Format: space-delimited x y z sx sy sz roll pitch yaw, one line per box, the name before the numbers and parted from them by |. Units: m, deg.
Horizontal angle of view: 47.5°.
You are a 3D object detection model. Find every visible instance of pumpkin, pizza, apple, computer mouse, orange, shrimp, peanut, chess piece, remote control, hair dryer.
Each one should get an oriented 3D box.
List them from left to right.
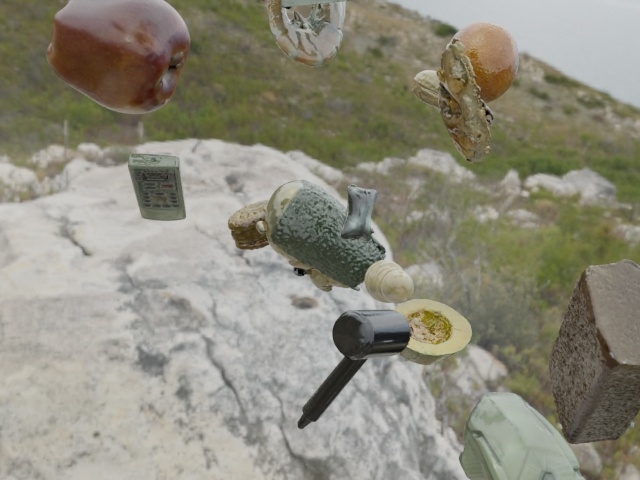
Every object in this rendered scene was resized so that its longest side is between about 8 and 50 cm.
apple | -0.464 -0.445 1.706 0.317 0.288 0.288 19 28 6
remote control | -0.400 -0.122 1.802 0.124 0.285 0.038 3 63 -7
shrimp | -0.026 -0.412 1.304 0.145 0.059 0.254 16 61 -16
hair dryer | 0.022 0.200 1.097 0.114 0.248 0.070 7 38 -52
chess piece | 0.146 0.090 1.515 0.094 0.094 0.170 9 0 -3
pumpkin | 0.276 0.259 1.921 0.218 0.110 0.217 9 35 -6
peanut | 0.275 -0.335 1.662 0.175 0.080 0.080 24 15 -38
pizza | 0.269 -0.262 1.389 0.071 0.297 0.189 -19 69 3
orange | 0.400 -0.446 1.821 0.206 0.206 0.206 9 27 -5
computer mouse | 0.472 0.539 1.617 0.228 0.428 0.145 -25 -4 -16

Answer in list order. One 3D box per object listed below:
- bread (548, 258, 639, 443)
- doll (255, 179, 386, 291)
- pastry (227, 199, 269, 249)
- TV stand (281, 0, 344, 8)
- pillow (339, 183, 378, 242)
bread | 0.442 0.191 1.138 0.113 0.416 0.165 -11 60 5
doll | 0.000 0.000 1.947 0.350 0.247 0.247 32 24 -13
pastry | -0.191 -0.048 2.233 0.189 0.103 0.188 -18 20 7
TV stand | 0.057 -0.404 1.159 0.257 0.048 0.040 3 8 25
pillow | 0.094 -0.064 1.756 0.091 0.135 0.055 12 5 -10
